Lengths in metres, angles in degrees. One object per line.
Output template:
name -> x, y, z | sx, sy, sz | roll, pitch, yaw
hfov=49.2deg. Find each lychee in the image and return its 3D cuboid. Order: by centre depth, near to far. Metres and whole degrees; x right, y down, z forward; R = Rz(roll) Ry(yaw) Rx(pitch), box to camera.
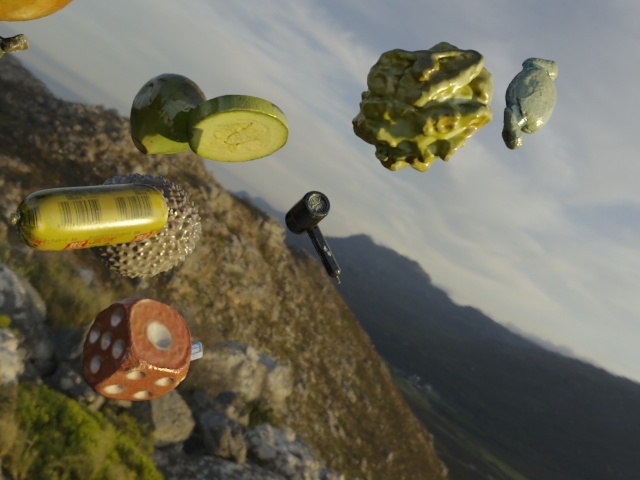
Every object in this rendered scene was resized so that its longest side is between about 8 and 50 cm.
lychee -> -0.624, -0.057, 2.448 | 0.432, 0.380, 0.380 | -14, -20, 20

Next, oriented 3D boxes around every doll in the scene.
doll -> 0.400, -0.270, 1.335 | 0.103, 0.214, 0.071 | 41, -21, -30

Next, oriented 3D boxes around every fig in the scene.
fig -> -0.397, -0.330, 1.836 | 0.207, 0.207, 0.230 | 32, 31, 3

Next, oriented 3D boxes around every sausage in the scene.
sausage -> -0.451, -0.049, 1.409 | 0.347, 0.123, 0.123 | -8, 30, -44

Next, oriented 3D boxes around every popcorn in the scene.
popcorn -> 0.245, -0.313, 1.617 | 0.312, 0.312, 0.312 | 32, 0, 0

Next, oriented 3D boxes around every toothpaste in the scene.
toothpaste -> -0.484, 0.344, 2.137 | 0.272, 0.053, 0.066 | -8, -2, 32

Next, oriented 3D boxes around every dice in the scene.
dice -> -0.402, 0.244, 1.538 | 0.174, 0.179, 0.175 | 25, 39, -44

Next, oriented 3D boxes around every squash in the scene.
squash -> -0.202, -0.264, 1.713 | 0.252, 0.252, 0.049 | 32, 44, -55

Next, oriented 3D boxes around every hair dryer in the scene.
hair dryer -> 0.000, 0.000, 1.640 | 0.124, 0.071, 0.219 | -35, -102, 60

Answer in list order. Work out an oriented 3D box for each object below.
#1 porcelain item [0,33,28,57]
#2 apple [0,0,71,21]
porcelain item -> -0.696, -0.378, 1.397 | 0.069, 0.215, 0.081 | -115, -161, -47
apple -> -0.582, -0.552, 1.397 | 0.254, 0.346, 0.179 | 7, -43, 1
